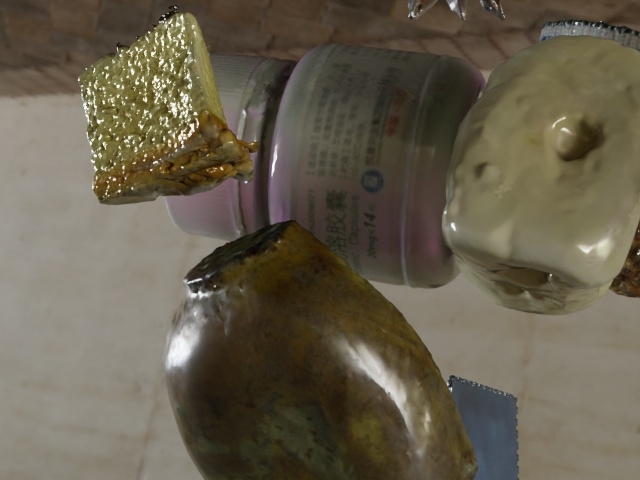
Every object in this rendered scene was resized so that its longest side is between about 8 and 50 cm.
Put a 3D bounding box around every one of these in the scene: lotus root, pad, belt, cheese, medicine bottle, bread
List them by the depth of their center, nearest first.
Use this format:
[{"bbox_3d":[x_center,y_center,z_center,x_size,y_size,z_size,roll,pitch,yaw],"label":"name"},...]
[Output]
[{"bbox_3d":[-0.143,-0.110,1.010,0.152,0.147,0.127,-17,166,2],"label":"bread"},{"bbox_3d":[-0.033,0.124,1.011,0.267,0.260,0.149,-4,-154,40],"label":"lotus root"},{"bbox_3d":[0.211,-0.056,1.043,0.174,0.247,0.251,16,163,17],"label":"cheese"},{"bbox_3d":[0.010,-0.084,1.200,0.302,0.241,0.241,8,167,15],"label":"medicine bottle"},{"bbox_3d":[0.441,-0.244,1.800,0.207,0.160,0.295,13,-175,-42],"label":"belt"},{"bbox_3d":[0.268,0.366,1.855,0.012,0.269,0.270,-9,160,31],"label":"pad"}]

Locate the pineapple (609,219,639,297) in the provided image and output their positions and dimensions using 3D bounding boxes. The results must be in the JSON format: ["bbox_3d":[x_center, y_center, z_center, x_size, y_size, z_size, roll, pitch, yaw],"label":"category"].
[{"bbox_3d":[0.414,-0.078,1.578,0.170,0.141,0.310,13,129,45],"label":"pineapple"}]

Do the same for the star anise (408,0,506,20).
[{"bbox_3d":[0.149,-0.318,1.254,0.182,0.195,0.065,38,170,-18],"label":"star anise"}]
